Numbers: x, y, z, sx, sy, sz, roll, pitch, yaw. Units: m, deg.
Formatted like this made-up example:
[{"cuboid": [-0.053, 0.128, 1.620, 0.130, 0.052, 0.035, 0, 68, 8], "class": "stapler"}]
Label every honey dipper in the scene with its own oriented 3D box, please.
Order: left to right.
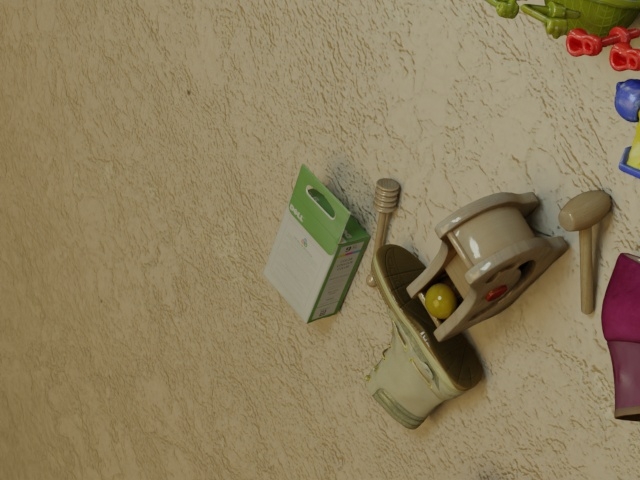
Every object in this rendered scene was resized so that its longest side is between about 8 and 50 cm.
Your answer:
[{"cuboid": [0.078, -0.005, 1.855, 0.030, 0.030, 0.161, 37, 133, 39], "class": "honey dipper"}]

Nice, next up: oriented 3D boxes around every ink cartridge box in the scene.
[{"cuboid": [0.000, 0.000, 1.928, 0.109, 0.062, 0.209, 48, 137, 30], "class": "ink cartridge box"}]

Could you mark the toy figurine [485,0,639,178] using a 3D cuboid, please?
[{"cuboid": [0.314, -0.117, 1.381, 0.362, 0.191, 0.217, 30, 131, 44], "class": "toy figurine"}]

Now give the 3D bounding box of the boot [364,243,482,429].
[{"cuboid": [0.103, 0.126, 1.834, 0.213, 0.077, 0.165, 59, 143, 14], "class": "boot"}]

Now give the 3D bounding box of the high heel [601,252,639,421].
[{"cuboid": [0.428, 0.066, 1.369, 0.377, 0.127, 0.181, -14, 69, 41], "class": "high heel"}]

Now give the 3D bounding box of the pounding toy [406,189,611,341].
[{"cuboid": [0.206, 0.044, 1.600, 0.155, 0.154, 0.269, 59, 142, 18], "class": "pounding toy"}]
